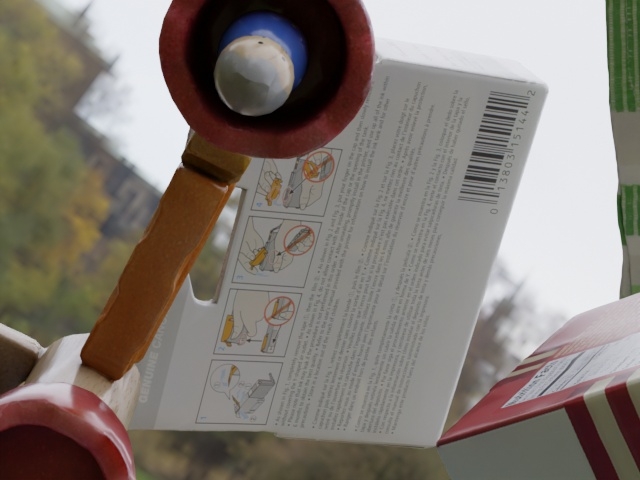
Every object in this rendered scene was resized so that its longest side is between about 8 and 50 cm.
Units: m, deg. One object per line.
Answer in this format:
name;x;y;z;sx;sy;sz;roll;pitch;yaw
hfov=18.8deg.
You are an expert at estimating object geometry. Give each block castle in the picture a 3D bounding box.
block castle;-0.234;-0.075;0.802;0.453;0.303;0.213;27;14;-5

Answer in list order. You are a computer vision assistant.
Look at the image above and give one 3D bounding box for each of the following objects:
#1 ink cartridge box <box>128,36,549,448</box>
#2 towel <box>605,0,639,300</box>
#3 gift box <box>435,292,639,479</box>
ink cartridge box;0.000;0.000;1.375;0.261;0.296;0.066;6;21;-25
towel;0.289;-0.037;1.211;0.248;0.324;0.038;4;12;35
gift box;0.248;0.150;0.980;0.276;0.255;0.258;-19;-84;35
